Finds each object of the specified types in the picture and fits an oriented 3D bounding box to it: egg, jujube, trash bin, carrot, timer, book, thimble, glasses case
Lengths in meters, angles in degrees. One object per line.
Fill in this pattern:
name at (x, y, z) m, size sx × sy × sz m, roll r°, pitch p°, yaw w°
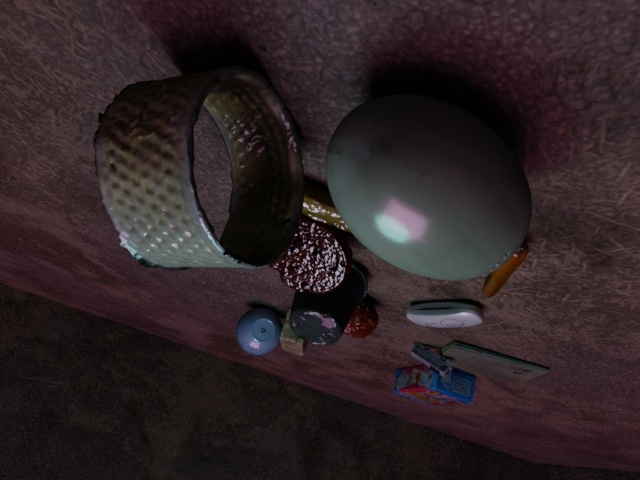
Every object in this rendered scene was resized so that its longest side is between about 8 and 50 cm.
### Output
egg at (0.134, -0.060, 0.581) m, size 0.282 × 0.203 × 0.203 m, roll 33°, pitch 151°, yaw -21°
jujube at (0.073, 0.184, 1.243) m, size 0.112 × 0.109 × 0.176 m, roll -40°, pitch 118°, yaw 19°
trash bin at (0.009, 0.143, 1.065) m, size 0.175 × 0.161 × 0.176 m, roll 10°, pitch 134°, yaw 11°
carrot at (0.339, 0.059, 0.884) m, size 0.043 × 0.043 × 0.248 m, roll 12°, pitch 155°, yaw 12°
timer at (-0.200, 0.314, 1.639) m, size 0.175 × 0.176 × 0.255 m, roll 14°, pitch 172°, yaw 8°
book at (0.508, 0.376, 1.434) m, size 0.282 × 0.025 × 0.215 m, roll 16°, pitch 154°, yaw 1°
thimble at (-0.143, -0.088, 0.636) m, size 0.149 × 0.271 × 0.271 m, roll 0°, pitch 150°, yaw 27°
glasses case at (0.297, 0.180, 1.142) m, size 0.197 × 0.050 × 0.076 m, roll -10°, pitch 143°, yaw 45°

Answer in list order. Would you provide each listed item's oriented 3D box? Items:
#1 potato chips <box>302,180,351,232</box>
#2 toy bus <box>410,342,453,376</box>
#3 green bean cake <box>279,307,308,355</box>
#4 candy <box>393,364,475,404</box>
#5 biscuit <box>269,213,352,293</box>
potato chips at (0.077, -0.043, 0.825) m, size 0.406 × 0.057 × 0.080 m, roll 18°, pitch 142°, yaw 0°
toy bus at (0.341, 0.366, 1.448) m, size 0.130 × 0.052 × 0.037 m, roll 30°, pitch 150°, yaw 34°
green bean cake at (-0.081, 0.308, 1.576) m, size 0.085 × 0.109 × 0.179 m, roll 14°, pitch 155°, yaw 6°
candy at (0.406, 0.528, 1.721) m, size 0.157 × 0.100 × 0.306 m, roll 23°, pitch 155°, yaw -12°
biscuit at (-0.026, 0.025, 0.959) m, size 0.191 × 0.049 × 0.192 m, roll 9°, pitch 119°, yaw 17°
